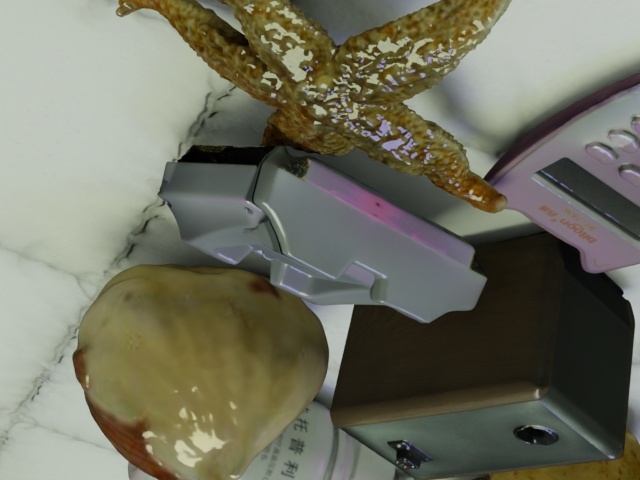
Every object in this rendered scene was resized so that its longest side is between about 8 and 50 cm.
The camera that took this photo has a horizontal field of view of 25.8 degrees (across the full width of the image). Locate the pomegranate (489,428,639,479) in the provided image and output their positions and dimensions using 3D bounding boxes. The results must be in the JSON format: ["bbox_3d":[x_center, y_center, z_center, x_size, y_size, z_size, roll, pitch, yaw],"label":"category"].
[{"bbox_3d":[0.263,0.266,1.553,0.196,0.196,0.196,10,151,6],"label":"pomegranate"}]

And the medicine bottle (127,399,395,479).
[{"bbox_3d":[-0.070,0.258,1.664,0.293,0.170,0.170,22,150,-14],"label":"medicine bottle"}]

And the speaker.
[{"bbox_3d":[0.154,0.113,1.296,0.231,0.192,0.153,-15,140,39],"label":"speaker"}]

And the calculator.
[{"bbox_3d":[0.274,-0.064,1.095,0.194,0.043,0.294,30,143,-27],"label":"calculator"}]

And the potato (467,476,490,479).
[{"bbox_3d":[0.273,0.459,1.689,0.296,0.397,0.290,24,117,-22],"label":"potato"}]

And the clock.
[{"bbox_3d":[0.000,0.000,1.205,0.253,0.083,0.186,26,170,-32],"label":"clock"}]

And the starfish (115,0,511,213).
[{"bbox_3d":[0.013,-0.126,1.035,0.327,0.094,0.375,-12,137,41],"label":"starfish"}]

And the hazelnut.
[{"bbox_3d":[-0.113,0.142,1.412,0.261,0.241,0.261,-3,129,-3],"label":"hazelnut"}]
